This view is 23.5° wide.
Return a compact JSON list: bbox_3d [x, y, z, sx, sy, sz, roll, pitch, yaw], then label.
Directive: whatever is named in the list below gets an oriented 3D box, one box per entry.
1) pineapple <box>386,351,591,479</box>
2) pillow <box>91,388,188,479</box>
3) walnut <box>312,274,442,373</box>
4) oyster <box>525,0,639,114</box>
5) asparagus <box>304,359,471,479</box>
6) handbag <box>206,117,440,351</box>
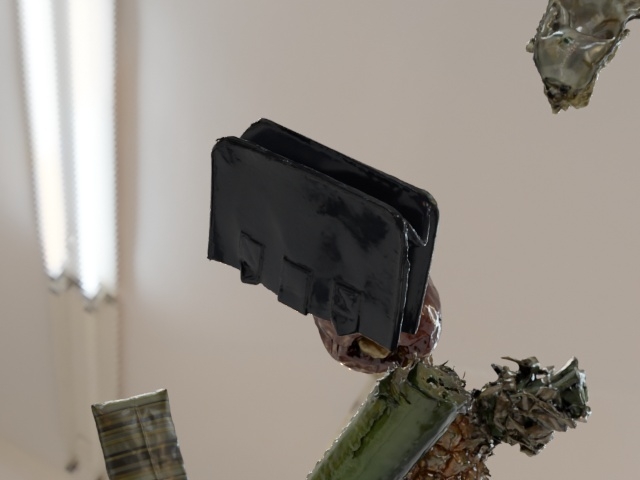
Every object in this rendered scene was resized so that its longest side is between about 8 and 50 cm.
[{"bbox_3d":[0.263,0.260,2.239,0.271,0.262,0.262,-19,-51,17],"label":"pineapple"},{"bbox_3d":[-0.219,0.296,1.953,0.038,0.113,0.203,-26,-103,55],"label":"pillow"},{"bbox_3d":[0.113,0.110,2.650,0.243,0.269,0.222,27,-52,-26],"label":"walnut"},{"bbox_3d":[0.272,-0.215,1.648,0.108,0.166,0.053,29,-23,13],"label":"oyster"},{"bbox_3d":[0.053,0.321,2.123,0.128,0.382,0.108,13,31,-49],"label":"asparagus"},{"bbox_3d":[0.000,0.000,2.112,0.325,0.118,0.269,28,-51,26],"label":"handbag"}]
